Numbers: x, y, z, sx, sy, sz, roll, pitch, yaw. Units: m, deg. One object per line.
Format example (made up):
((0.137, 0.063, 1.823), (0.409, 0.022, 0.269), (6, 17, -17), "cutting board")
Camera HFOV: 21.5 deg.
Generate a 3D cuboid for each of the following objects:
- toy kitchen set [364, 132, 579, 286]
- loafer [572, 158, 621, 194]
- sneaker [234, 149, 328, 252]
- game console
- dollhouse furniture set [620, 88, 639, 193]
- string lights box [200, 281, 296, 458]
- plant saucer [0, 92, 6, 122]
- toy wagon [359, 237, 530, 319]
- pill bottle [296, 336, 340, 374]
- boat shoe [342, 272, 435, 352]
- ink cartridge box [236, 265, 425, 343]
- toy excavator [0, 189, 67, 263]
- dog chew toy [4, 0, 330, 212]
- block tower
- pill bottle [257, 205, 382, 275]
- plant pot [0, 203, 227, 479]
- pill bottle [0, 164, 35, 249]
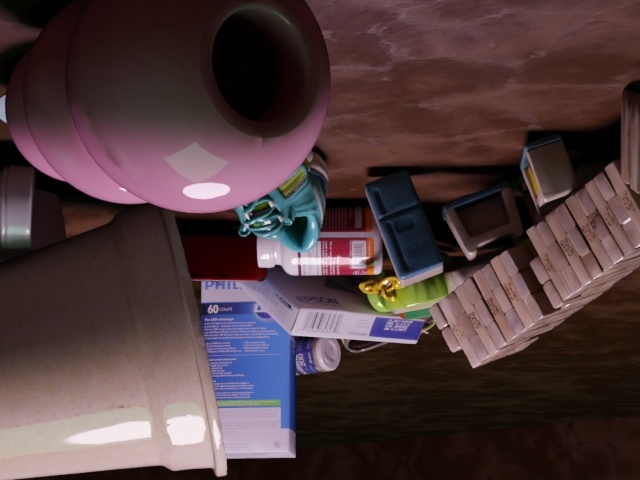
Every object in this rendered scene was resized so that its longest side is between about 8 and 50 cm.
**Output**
((0.162, -0.056, 1.851), (0.207, 0.122, 0.166), (-21, 166, -1), "toy kitchen set")
((0.335, -0.021, 1.966), (0.102, 0.092, 0.268), (-3, 166, 12), "loafer")
((-0.058, -0.058, 1.771), (0.107, 0.110, 0.275), (-6, 164, 24), "sneaker")
((-0.144, 0.024, 2.156), (0.144, 0.085, 0.124), (2, 166, -7), "game console")
((0.397, -0.125, 1.550), (0.212, 0.161, 0.242), (-1, -172, 2), "dollhouse furniture set")
((-0.104, 0.180, 2.431), (0.133, 0.260, 0.077), (-1, 166, 7), "string lights box")
((-0.209, -0.136, 1.597), (0.195, 0.037, 0.195), (0, 166, 0), "plant saucer")
((0.183, 0.047, 2.121), (0.267, 0.068, 0.344), (-14, -179, 44), "toy wagon")
((-0.031, 0.198, 2.911), (0.120, 0.067, 0.067), (-10, 163, 34), "pill bottle")
((0.127, 0.098, 2.453), (0.109, 0.091, 0.305), (8, 164, -32), "boat shoe")
((-0.006, 0.062, 2.257), (0.223, 0.045, 0.224), (6, -158, -40), "ink cartridge box")
((-0.427, 0.075, 2.205), (0.445, 0.222, 0.433), (-22, 157, 23), "toy excavator")
((-0.142, -0.119, 1.360), (0.206, 0.207, 0.332), (10, 171, -36), "dog chew toy")
((0.263, 0.028, 1.849), (0.097, 0.091, 0.335), (-16, 162, -40), "block tower")
((0.000, 0.000, 2.062), (0.152, 0.086, 0.086), (0, 166, 2), "pill bottle")
((-0.289, 0.133, 1.889), (0.305, 0.334, 0.334), (-12, 168, -8), "plant pot")
((-0.421, -0.037, 1.815), (0.221, 0.124, 0.124), (2, 166, -7), "pill bottle")
